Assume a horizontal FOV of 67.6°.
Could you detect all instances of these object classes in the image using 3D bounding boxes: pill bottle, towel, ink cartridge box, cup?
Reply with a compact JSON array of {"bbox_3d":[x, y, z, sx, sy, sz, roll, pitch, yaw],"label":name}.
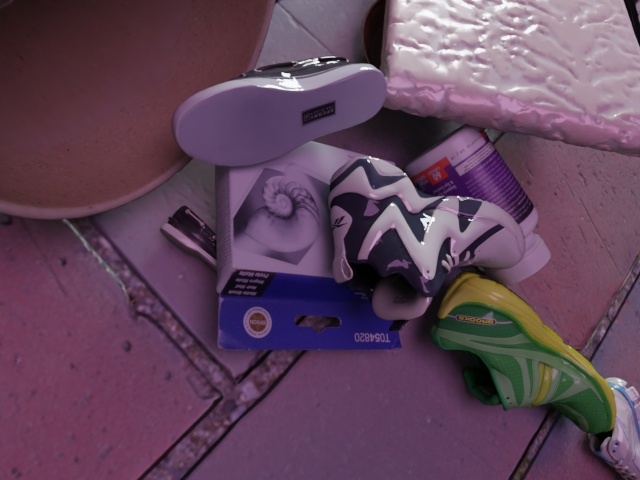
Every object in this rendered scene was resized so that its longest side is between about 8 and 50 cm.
[{"bbox_3d":[0.202,-0.043,0.604,0.108,0.108,0.193,-37,94,-27],"label":"pill bottle"},{"bbox_3d":[0.239,-0.258,0.605,0.331,0.053,0.317,9,61,-4],"label":"towel"},{"bbox_3d":[0.000,0.000,0.503,0.223,0.045,0.224,7,67,-32],"label":"ink cartridge box"},{"bbox_3d":[-0.222,-0.217,0.366,0.237,0.331,0.331,33,63,16],"label":"cup"}]

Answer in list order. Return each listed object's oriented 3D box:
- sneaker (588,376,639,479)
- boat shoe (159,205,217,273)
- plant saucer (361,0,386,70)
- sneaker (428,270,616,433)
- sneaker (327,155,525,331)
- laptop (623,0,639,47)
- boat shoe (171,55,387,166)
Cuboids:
[{"bbox_3d":[0.409,0.292,0.649,0.082,0.071,0.191,-15,76,-21],"label":"sneaker"},{"bbox_3d":[-0.102,0.013,0.488,0.125,0.046,0.038,37,70,-4],"label":"boat shoe"},{"bbox_3d":[0.143,-0.250,0.658,0.198,0.036,0.199,5,73,-17],"label":"plant saucer"},{"bbox_3d":[0.245,0.156,0.595,0.295,0.109,0.123,39,92,-16],"label":"sneaker"},{"bbox_3d":[0.109,0.027,0.479,0.235,0.094,0.153,23,61,-26],"label":"sneaker"},{"bbox_3d":[0.321,-0.324,0.710,0.136,0.264,0.234,14,68,-60],"label":"laptop"},{"bbox_3d":[-0.041,-0.139,0.465,0.228,0.080,0.076,-25,47,-25],"label":"boat shoe"}]
